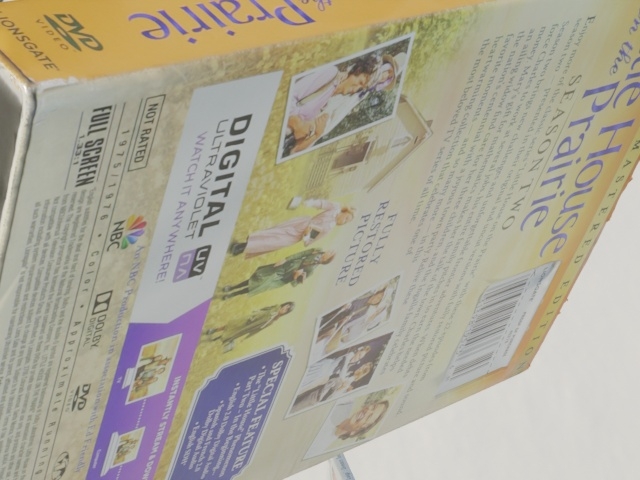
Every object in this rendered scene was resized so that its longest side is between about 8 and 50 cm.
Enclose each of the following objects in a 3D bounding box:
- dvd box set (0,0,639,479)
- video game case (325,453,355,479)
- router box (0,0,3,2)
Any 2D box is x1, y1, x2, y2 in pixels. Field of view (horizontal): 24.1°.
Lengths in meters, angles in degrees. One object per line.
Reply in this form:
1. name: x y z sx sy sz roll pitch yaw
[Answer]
1. dvd box set: 0.000 0.000 0.715 0.420 0.308 0.062 -18 52 -39
2. video game case: 0.036 0.329 1.706 0.019 0.157 0.143 -14 43 -13
3. router box: -0.261 -0.176 0.998 0.092 0.122 0.038 25 32 -38
